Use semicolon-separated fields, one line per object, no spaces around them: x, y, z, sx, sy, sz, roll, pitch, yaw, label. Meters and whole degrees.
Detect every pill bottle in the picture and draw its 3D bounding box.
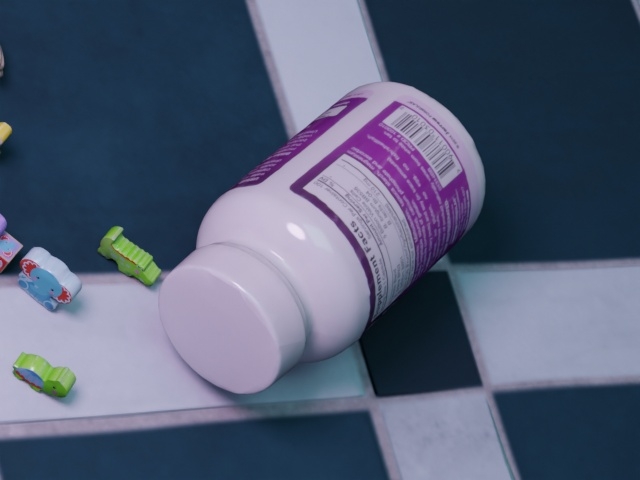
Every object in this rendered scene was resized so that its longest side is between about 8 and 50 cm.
0.000;0.000;1.704;0.169;0.169;0.301;47;49;2;pill bottle

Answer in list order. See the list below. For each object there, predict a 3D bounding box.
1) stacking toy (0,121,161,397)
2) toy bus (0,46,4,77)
-0.250;0.006;1.619;0.221;0.052;0.167;39;49;-7;stacking toy
-0.359;-0.246;1.669;0.104;0.191;0.202;-16;63;8;toy bus
